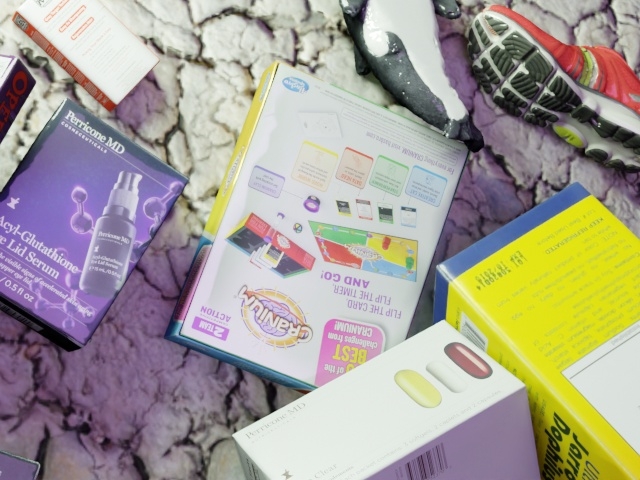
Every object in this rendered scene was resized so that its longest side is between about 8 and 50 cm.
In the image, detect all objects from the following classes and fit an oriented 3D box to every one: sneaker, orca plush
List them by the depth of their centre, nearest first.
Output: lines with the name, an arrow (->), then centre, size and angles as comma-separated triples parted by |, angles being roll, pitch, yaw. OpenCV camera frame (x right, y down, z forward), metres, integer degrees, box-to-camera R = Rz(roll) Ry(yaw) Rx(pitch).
orca plush -> 0.086, -0.209, 1.653 | 0.151, 0.102, 0.287 | -27, 78, -39
sneaker -> 0.288, -0.187, 1.727 | 0.279, 0.107, 0.118 | 34, 56, -15

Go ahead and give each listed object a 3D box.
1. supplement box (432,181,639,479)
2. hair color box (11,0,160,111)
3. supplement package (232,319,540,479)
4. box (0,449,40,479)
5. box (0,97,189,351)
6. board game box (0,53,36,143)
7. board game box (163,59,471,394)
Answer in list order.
supplement box -> 0.296, 0.151, 1.539 | 0.194, 0.195, 0.356 | -30, 58, -19
hair color box -> -0.244, -0.210, 1.569 | 0.141, 0.043, 0.072 | 44, 73, -10
supplement package -> 0.074, 0.244, 1.522 | 0.262, 0.145, 0.204 | -27, 127, -20
box -> -0.374, 0.261, 1.444 | 0.158, 0.093, 0.156 | 22, 77, -15
box -> -0.254, -0.014, 1.509 | 0.153, 0.108, 0.207 | 33, 75, -11
board game box -> -0.429, -0.037, 1.393 | 0.208, 0.056, 0.347 | 15, 65, 24
board game box -> 0.000, 0.000, 1.613 | 0.242, 0.064, 0.316 | 23, 77, -14
